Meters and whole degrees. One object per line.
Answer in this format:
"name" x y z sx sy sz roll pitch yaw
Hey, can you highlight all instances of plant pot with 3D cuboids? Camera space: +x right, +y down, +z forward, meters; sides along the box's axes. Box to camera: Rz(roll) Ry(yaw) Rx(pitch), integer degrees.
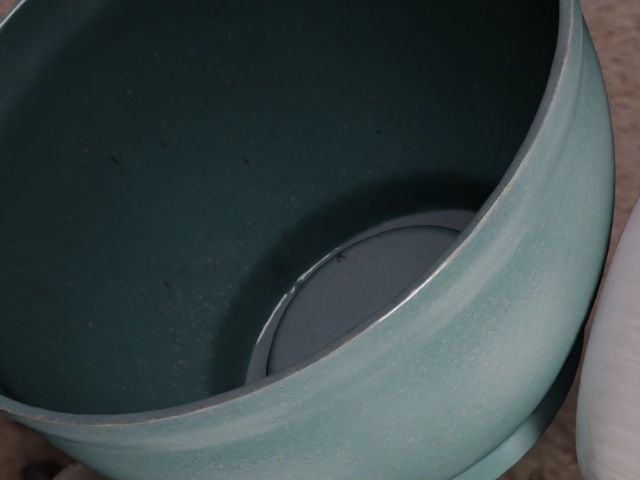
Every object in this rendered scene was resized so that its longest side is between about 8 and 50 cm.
"plant pot" 0.000 0.000 0.816 0.293 0.196 0.293 -17 48 19

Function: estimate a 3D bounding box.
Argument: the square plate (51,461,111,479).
"square plate" -0.067 0.282 0.738 0.347 0.049 0.344 28 61 20

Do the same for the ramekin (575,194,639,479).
"ramekin" 0.188 0.045 0.802 0.109 0.207 0.207 16 57 26
